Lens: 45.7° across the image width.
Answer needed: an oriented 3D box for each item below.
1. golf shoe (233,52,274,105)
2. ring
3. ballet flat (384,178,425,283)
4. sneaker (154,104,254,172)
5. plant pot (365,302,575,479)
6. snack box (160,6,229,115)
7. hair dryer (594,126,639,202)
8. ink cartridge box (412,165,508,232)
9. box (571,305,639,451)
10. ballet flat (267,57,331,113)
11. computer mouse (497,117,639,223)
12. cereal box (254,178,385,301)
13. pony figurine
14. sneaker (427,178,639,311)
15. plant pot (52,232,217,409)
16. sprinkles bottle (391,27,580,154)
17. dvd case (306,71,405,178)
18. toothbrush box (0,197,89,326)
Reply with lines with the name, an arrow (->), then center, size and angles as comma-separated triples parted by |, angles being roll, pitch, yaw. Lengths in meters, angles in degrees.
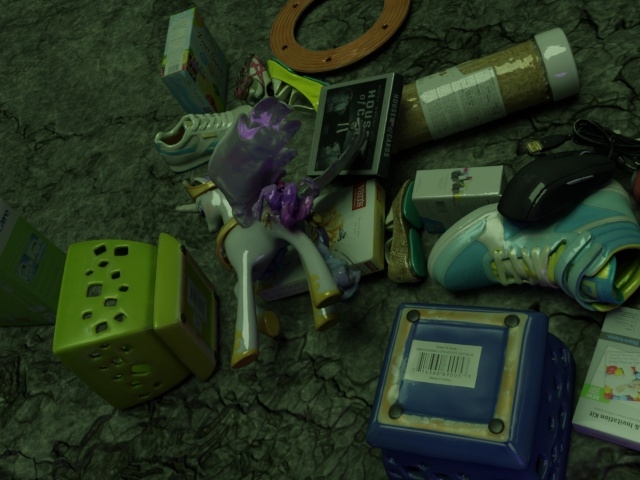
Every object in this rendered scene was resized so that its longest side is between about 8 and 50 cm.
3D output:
golf shoe -> -0.142, -0.349, 1.679 | 0.067, 0.086, 0.186 | -56, 20, 34
ring -> 0.044, -0.496, 1.706 | 0.337, 0.032, 0.336 | -13, 51, 17
ballet flat -> 0.138, -0.016, 1.290 | 0.067, 0.073, 0.206 | -21, 44, 32
sneaker -> -0.240, -0.229, 1.616 | 0.229, 0.092, 0.087 | -27, 48, 5
plant pot -> 0.196, 0.209, 1.001 | 0.236, 0.212, 0.236 | 2, 59, 28
snack box -> -0.274, -0.380, 1.686 | 0.070, 0.174, 0.207 | -14, 52, 16
hair dryer -> 0.568, -0.127, 1.143 | 0.224, 0.080, 0.293 | -26, 50, 7
ink cartridge box -> 0.253, -0.066, 1.241 | 0.181, 0.104, 0.061 | -1, 57, 25
box -> 0.435, 0.186, 1.013 | 0.145, 0.038, 0.186 | 12, 64, 34
ballet flat -> -0.053, -0.320, 1.604 | 0.231, 0.077, 0.077 | 34, 90, 38
computer mouse -> 0.354, -0.123, 1.144 | 0.262, 0.060, 0.184 | -26, 31, -13
cereal box -> 0.000, 0.000, 1.336 | 0.240, 0.047, 0.173 | -18, 49, 28
pony figurine -> -0.074, -0.031, 1.213 | 0.351, 0.303, 0.363 | -38, 63, 26
sneaker -> 0.319, 0.033, 1.100 | 0.319, 0.127, 0.208 | -23, 36, 11
plant pot -> -0.300, 0.130, 1.307 | 0.207, 0.228, 0.227 | -14, 51, 10
sprinkles bottle -> 0.273, -0.262, 1.362 | 0.355, 0.121, 0.121 | -18, 51, 15
dvd case -> 0.058, -0.202, 1.377 | 0.239, 0.030, 0.179 | 7, 87, 59
toothbrush box -> -0.630, 0.051, 1.484 | 0.206, 0.283, 0.122 | -6, 55, 24
